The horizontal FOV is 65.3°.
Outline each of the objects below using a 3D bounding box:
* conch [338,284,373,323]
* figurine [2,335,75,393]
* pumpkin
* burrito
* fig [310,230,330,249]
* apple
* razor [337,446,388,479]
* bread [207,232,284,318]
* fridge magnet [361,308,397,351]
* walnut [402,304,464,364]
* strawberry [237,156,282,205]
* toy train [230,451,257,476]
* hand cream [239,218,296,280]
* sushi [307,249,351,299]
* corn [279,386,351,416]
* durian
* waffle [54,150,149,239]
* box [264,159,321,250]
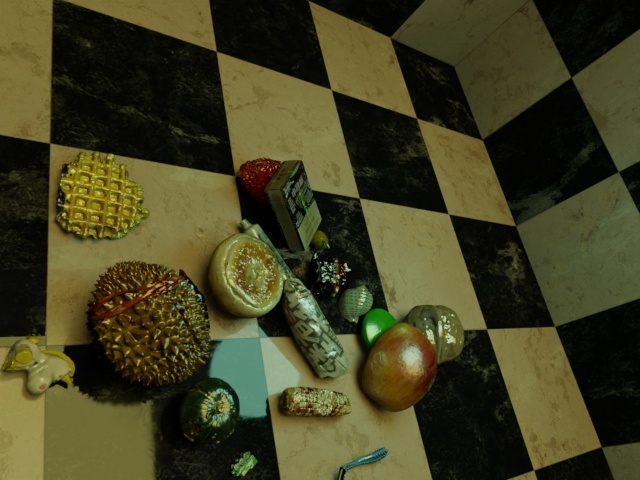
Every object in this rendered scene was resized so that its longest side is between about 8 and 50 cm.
[{"bbox_3d":[0.147,0.248,2.040,0.135,0.102,0.153,24,48,-3],"label":"conch"},{"bbox_3d":[-0.724,0.325,1.298,0.178,0.109,0.130,44,23,-14],"label":"figurine"},{"bbox_3d":[-0.326,0.501,1.466,0.190,0.146,0.190,3,84,-30],"label":"pumpkin"},{"bbox_3d":[-0.039,0.310,1.809,0.139,0.101,0.445,-32,99,-24],"label":"burrito"},{"bbox_3d":[0.000,0.000,2.067,0.082,0.098,0.084,-22,99,-27],"label":"fig"},{"bbox_3d":[0.306,0.473,1.917,0.254,0.179,0.346,32,71,-1],"label":"apple"},{"bbox_3d":[0.146,0.781,1.754,0.253,0.042,0.082,-5,110,-41],"label":"razor"},{"bbox_3d":[-0.264,0.128,1.727,0.305,0.158,0.306,26,50,-34],"label":"bread"},{"bbox_3d":[0.246,0.381,2.035,0.208,0.088,0.208,18,59,-33],"label":"fridge magnet"},{"bbox_3d":[0.470,0.401,2.111,0.273,0.227,0.273,20,50,-26],"label":"walnut"},{"bbox_3d":[-0.234,-0.243,1.988,0.201,0.187,0.184,20,8,4],"label":"strawberry"},{"bbox_3d":[-0.234,0.682,1.512,0.053,0.033,0.083,52,45,-6],"label":"toy train"},{"bbox_3d":[-0.193,0.060,1.893,0.341,0.077,0.124,53,11,-3],"label":"hand cream"},{"bbox_3d":[0.037,0.141,1.974,0.150,0.153,0.172,12,35,-10],"label":"sushi"},{"bbox_3d":[-0.008,0.561,1.723,0.289,0.098,0.098,16,55,-32],"label":"corn"},{"bbox_3d":[-0.472,0.224,1.403,0.384,0.347,0.347,39,45,2],"label":"durian"},{"bbox_3d":[-0.715,-0.146,1.606,0.307,0.060,0.312,-27,83,-47],"label":"waffle"},{"bbox_3d":[-0.100,-0.135,1.962,0.198,0.084,0.310,-63,146,-42],"label":"box"}]
